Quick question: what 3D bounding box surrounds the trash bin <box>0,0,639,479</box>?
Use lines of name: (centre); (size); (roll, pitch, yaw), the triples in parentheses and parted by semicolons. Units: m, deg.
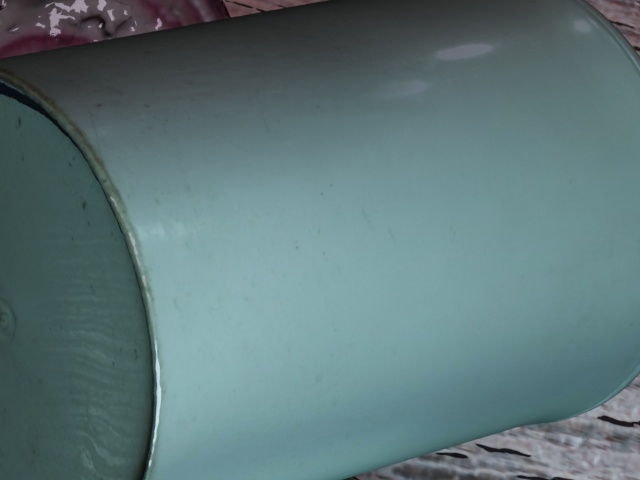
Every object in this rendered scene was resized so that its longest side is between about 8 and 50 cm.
trash bin: (0.000, 0.000, 0.955); (0.432, 0.280, 0.280); (-13, 78, -42)

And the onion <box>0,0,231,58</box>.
onion: (-0.171, -0.029, 1.071); (0.314, 0.146, 0.280); (-30, 104, -44)

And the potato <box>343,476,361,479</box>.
potato: (-0.056, 0.270, 0.967); (0.243, 0.221, 0.326); (21, 64, -4)
